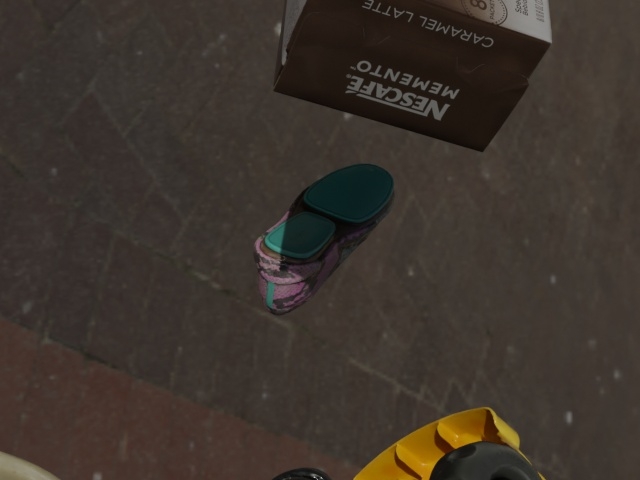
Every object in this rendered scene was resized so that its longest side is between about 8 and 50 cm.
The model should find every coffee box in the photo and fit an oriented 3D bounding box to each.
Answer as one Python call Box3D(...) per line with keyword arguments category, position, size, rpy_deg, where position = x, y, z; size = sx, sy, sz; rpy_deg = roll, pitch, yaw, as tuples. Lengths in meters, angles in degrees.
Box3D(category="coffee box", position=(0.056, -0.192, 0.692), size=(0.141, 0.098, 0.246), rpy_deg=(15, 51, -12))

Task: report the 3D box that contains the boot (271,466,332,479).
Box3D(category="boot", position=(0.003, 0.285, 0.790), size=(0.246, 0.094, 0.207), rpy_deg=(65, 9, 8))

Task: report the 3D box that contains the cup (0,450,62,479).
Box3D(category="cup", position=(-0.245, 0.262, 0.659), size=(0.331, 0.331, 0.237), rpy_deg=(-3, 114, -55))

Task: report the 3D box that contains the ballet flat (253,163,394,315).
Box3D(category="ballet flat", position=(0.000, 0.000, 0.985), size=(0.221, 0.077, 0.079), rpy_deg=(-45, 155, -56))

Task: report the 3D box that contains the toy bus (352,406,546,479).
Box3D(category="toy bus", position=(0.094, 0.241, 0.615), size=(0.211, 0.149, 0.220), rpy_deg=(40, 43, -16))
